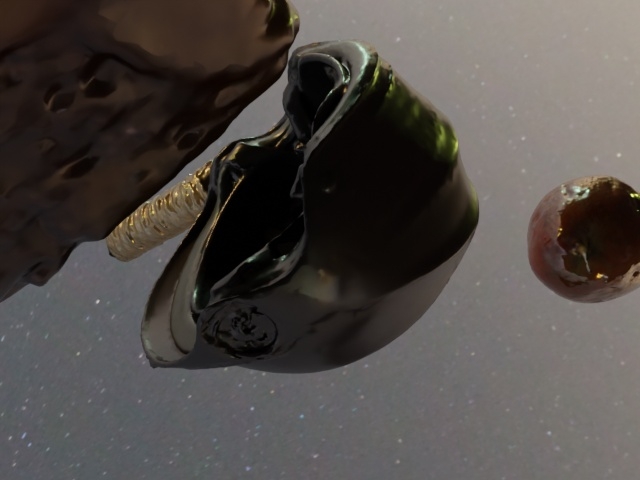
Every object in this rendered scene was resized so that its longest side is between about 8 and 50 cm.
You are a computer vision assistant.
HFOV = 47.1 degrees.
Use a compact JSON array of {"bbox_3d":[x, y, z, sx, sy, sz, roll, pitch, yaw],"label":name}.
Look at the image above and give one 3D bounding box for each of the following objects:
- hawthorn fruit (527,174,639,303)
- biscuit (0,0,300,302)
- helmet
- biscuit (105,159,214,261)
[{"bbox_3d":[0.289,-0.008,0.804,0.189,0.149,0.149,26,-132,-50],"label":"hawthorn fruit"},{"bbox_3d":[-0.232,-0.081,0.331,0.166,0.395,0.342,53,-174,26],"label":"biscuit"},{"bbox_3d":[0.000,0.000,0.590,0.177,0.305,0.225,26,-147,-23],"label":"helmet"},{"bbox_3d":[-0.183,-0.031,0.873,0.055,0.219,0.061,-8,-102,-54],"label":"biscuit"}]
